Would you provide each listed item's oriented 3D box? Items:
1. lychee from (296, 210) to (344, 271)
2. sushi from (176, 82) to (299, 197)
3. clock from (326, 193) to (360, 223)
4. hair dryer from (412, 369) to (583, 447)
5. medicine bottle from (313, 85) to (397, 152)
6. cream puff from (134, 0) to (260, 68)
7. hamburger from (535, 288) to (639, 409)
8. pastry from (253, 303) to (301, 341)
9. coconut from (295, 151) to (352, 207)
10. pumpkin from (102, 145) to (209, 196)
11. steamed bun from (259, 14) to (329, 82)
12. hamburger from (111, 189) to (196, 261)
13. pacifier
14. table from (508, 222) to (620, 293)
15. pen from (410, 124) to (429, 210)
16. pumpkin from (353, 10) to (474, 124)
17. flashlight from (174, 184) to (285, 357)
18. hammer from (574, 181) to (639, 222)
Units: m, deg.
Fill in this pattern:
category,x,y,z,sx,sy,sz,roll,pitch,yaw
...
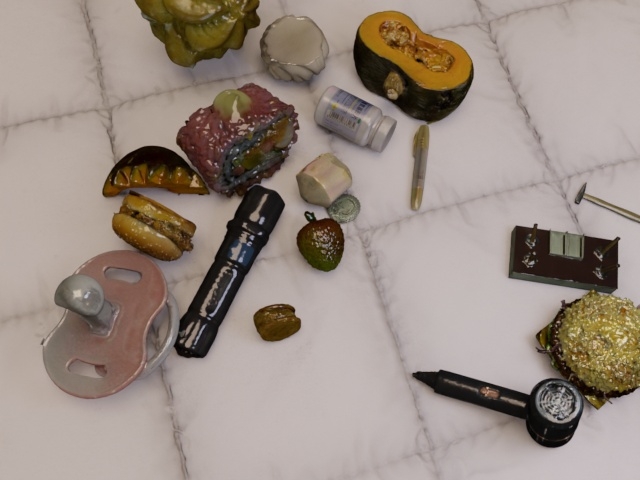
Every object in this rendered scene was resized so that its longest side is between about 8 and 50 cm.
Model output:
category,x,y,z,sx,sy,sz,roll,pitch,yaw
lychee,0.000,0.000,1.655,0.114,0.114,0.146,-20,82,-9
sushi,-0.189,-0.250,1.692,0.270,0.236,0.171,-34,62,-16
clock,0.056,-0.078,1.743,0.083,0.010,0.074,-27,70,-12
hair dryer,0.357,0.323,1.514,0.352,0.189,0.107,13,66,18
medicine bottle,0.085,-0.295,1.781,0.187,0.103,0.103,29,70,11
cream puff,-0.263,-0.592,1.756,0.275,0.378,0.378,17,69,13
hamburger,0.601,0.223,1.565,0.262,0.138,0.243,-37,74,-16
pastry,-0.095,0.177,1.591,0.109,0.097,0.057,4,52,-35
coconut,0.001,-0.136,1.711,0.116,0.116,0.122,42,69,14
pumpkin,-0.392,-0.184,1.713,0.254,0.130,0.149,-1,68,0
steamed bun,-0.069,-0.479,1.852,0.183,0.106,0.182,-1,71,1
hamburger,-0.368,-0.024,1.627,0.191,0.182,0.118,25,85,0
pacifier,-0.458,0.162,1.529,0.273,0.220,0.332,34,61,-36
table,0.563,0.031,1.656,0.240,0.111,0.121,8,67,2
pen,0.239,-0.180,1.778,0.040,0.032,0.233,0,66,24
pumpkin,0.215,-0.424,1.818,0.317,0.139,0.222,36,69,11
flashlight,-0.205,0.070,1.639,0.103,0.103,0.424,23,71,8
hammer,0.716,-0.078,1.755,0.199,0.013,0.062,25,70,8
